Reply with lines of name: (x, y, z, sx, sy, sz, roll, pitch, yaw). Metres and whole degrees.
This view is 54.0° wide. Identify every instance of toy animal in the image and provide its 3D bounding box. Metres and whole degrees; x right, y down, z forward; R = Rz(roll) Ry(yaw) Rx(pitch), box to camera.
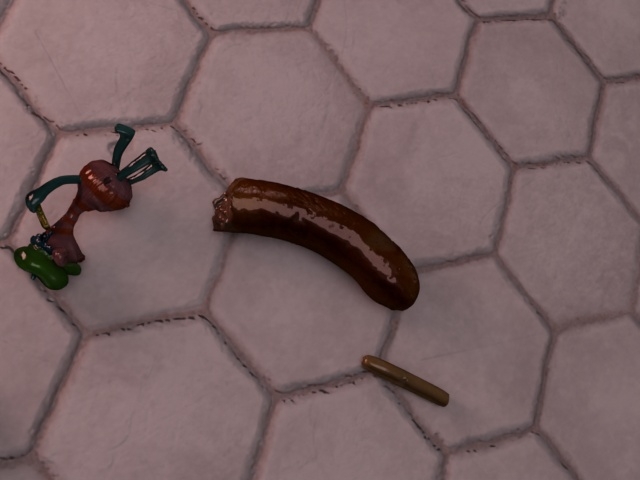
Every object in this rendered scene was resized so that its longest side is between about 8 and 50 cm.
toy animal: (-0.280, -0.046, 0.744, 0.208, 0.100, 0.103, -49, 133, -8)

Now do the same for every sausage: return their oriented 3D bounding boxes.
sausage: (0.003, -0.004, 0.831, 0.302, 0.076, 0.103, 24, 80, -9)
sausage: (0.115, 0.188, 0.847, 0.132, 0.024, 0.024, 28, 72, -10)
